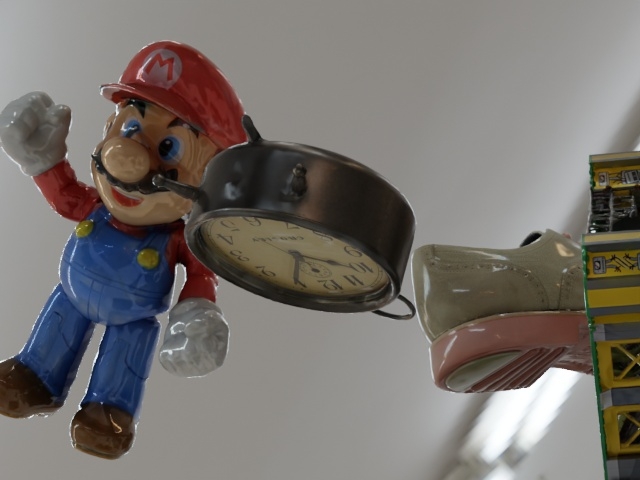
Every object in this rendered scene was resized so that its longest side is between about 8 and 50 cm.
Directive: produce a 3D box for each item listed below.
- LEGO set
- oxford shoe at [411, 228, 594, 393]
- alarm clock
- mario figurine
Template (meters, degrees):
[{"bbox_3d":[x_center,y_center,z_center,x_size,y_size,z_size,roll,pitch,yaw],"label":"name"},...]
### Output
[{"bbox_3d":[0.288,0.057,1.215,0.331,0.192,0.254,-40,-56,-77],"label":"LEGO set"},{"bbox_3d":[0.264,0.048,1.688,0.397,0.146,0.140,-1,-29,-35],"label":"oxford shoe"},{"bbox_3d":[0.000,0.000,1.041,0.192,0.129,0.064,45,-126,-44],"label":"alarm clock"},{"bbox_3d":[-0.162,-0.001,1.348,0.198,0.170,0.320,17,-83,-23],"label":"mario figurine"}]
